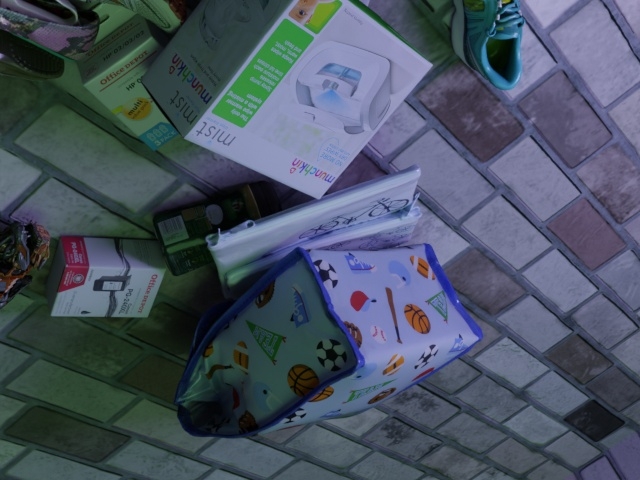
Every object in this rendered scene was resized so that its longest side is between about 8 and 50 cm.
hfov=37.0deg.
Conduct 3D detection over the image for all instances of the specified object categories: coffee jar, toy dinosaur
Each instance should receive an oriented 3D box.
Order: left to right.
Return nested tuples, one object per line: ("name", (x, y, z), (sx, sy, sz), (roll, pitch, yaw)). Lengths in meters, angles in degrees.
("toy dinosaur", (-0.510, 0.083, 1.276), (0.322, 0.164, 0.218), (-56, 152, 3))
("coffee jar", (-0.144, -0.020, 1.387), (0.184, 0.079, 0.096), (-19, 148, -7))

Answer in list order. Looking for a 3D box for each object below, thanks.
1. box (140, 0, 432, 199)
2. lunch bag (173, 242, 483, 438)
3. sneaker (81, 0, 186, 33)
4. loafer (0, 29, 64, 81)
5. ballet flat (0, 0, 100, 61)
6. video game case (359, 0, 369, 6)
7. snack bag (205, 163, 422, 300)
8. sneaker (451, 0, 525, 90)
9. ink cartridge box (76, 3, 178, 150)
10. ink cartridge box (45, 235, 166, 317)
("box", (-0.037, -0.201, 1.139), (0.231, 0.127, 0.262), (-49, 145, 14))
("lunch bag", (-0.008, 0.174, 1.500), (0.328, 0.239, 0.385), (-1, 147, -47))
("sneaker", (-0.235, -0.300, 1.050), (0.092, 0.088, 0.225), (-30, 137, 26))
("loafer", (-0.363, -0.217, 1.090), (0.050, 0.056, 0.148), (-8, 165, 43))
("ballet flat", (-0.341, -0.260, 1.029), (0.221, 0.077, 0.079), (15, 125, -35))
("video game case", (-0.026, -0.283, 1.208), (0.173, 0.022, 0.190), (-4, 137, -24))
("snack bag", (0.000, 0.000, 1.414), (0.323, 0.037, 0.342), (-19, 165, -7))
("sneaker", (0.227, -0.313, 1.232), (0.107, 0.110, 0.275), (-23, 139, -2))
("ink cartridge box", (-0.222, -0.203, 1.164), (0.104, 0.061, 0.181), (-34, 139, 9))
("ink cartridge box", (-0.313, 0.055, 1.397), (0.150, 0.063, 0.109), (3, 133, -29))
